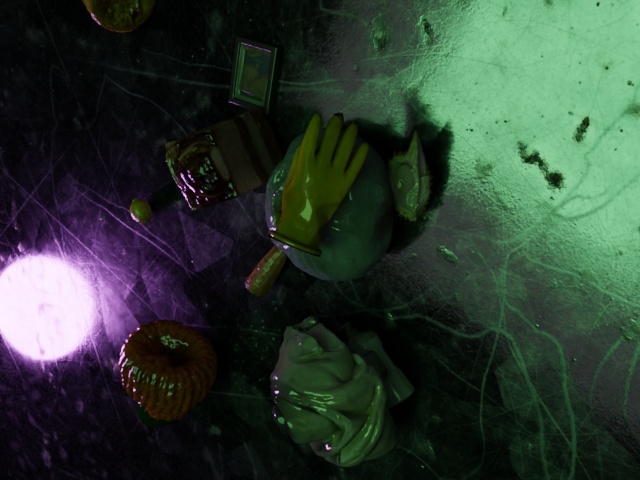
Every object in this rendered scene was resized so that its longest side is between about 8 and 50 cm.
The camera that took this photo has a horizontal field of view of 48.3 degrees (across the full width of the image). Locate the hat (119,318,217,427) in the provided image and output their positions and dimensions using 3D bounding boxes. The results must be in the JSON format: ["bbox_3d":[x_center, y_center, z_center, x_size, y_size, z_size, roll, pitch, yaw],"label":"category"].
[{"bbox_3d":[-0.474,0.452,2.130,0.285,0.285,0.400,31,123,21],"label":"hat"}]

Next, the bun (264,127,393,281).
[{"bbox_3d":[0.008,-0.078,1.648,0.362,0.211,0.362,6,99,37],"label":"bun"}]

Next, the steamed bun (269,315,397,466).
[{"bbox_3d":[-0.005,0.400,1.754,0.394,0.237,0.346,54,153,8],"label":"steamed bun"}]

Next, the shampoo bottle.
[{"bbox_3d":[0.128,0.306,1.794,0.234,0.087,0.118,55,136,6],"label":"shampoo bottle"}]

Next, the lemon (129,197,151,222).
[{"bbox_3d":[-0.531,-0.088,2.106,0.062,0.062,0.083,-25,93,36],"label":"lemon"}]

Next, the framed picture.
[{"bbox_3d":[-0.166,-0.413,1.786,0.128,0.023,0.168,22,116,25],"label":"framed picture"}]

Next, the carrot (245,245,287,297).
[{"bbox_3d":[-0.121,0.059,1.895,0.072,0.072,0.205,45,117,13],"label":"carrot"}]

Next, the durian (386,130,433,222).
[{"bbox_3d":[0.210,-0.150,1.584,0.224,0.078,0.140,99,150,-41],"label":"durian"}]

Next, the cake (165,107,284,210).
[{"bbox_3d":[-0.247,-0.184,1.746,0.199,0.293,0.196,-13,105,36],"label":"cake"}]

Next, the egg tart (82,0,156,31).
[{"bbox_3d":[-0.539,-0.665,1.856,0.147,0.202,0.202,46,125,29],"label":"egg tart"}]

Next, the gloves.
[{"bbox_3d":[0.000,-0.123,1.480,0.133,0.116,0.294,21,93,-10],"label":"gloves"}]
